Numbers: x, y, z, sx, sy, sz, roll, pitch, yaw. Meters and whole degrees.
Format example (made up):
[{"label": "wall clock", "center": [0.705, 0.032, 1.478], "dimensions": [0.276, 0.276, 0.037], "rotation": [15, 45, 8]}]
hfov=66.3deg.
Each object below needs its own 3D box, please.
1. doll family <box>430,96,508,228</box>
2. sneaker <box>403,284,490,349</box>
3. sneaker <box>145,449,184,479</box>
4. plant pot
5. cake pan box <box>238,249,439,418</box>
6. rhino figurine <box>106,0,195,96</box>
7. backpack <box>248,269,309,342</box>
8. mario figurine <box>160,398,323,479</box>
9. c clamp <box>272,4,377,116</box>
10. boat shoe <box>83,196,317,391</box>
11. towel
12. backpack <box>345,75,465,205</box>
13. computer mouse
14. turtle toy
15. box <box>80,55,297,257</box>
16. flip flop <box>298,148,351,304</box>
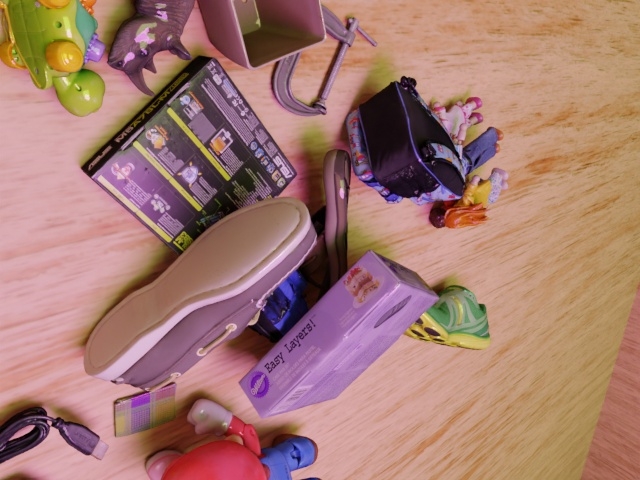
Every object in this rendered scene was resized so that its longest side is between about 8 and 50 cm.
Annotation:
[{"label": "doll family", "center": [0.257, -0.115, 0.856], "dimensions": [0.163, 0.118, 0.263], "rotation": [-36, 129, -25]}, {"label": "sneaker", "center": [0.245, 0.146, 0.990], "dimensions": [0.295, 0.109, 0.124], "rotation": [21, 71, -43]}, {"label": "sneaker", "center": [-0.191, 0.354, 0.698], "dimensions": [0.051, 0.070, 0.134], "rotation": [-40, 130, -17]}, {"label": "plant pot", "center": [-0.073, -0.252, 0.518], "dimensions": [0.109, 0.096, 0.109], "rotation": [-34, 128, -30]}, {"label": "cake pan box", "center": [0.039, 0.144, 0.715], "dimensions": [0.267, 0.070, 0.245], "rotation": [-47, 153, 11]}, {"label": "rhino figurine", "center": [-0.166, -0.258, 0.452], "dimensions": [0.106, 0.073, 0.244], "rotation": [-14, 119, -34]}, {"label": "backpack", "center": [-0.067, 0.077, 0.669], "dimensions": [0.101, 0.097, 0.120], "rotation": [-46, 131, -22]}, {"label": "mario figurine", "center": [-0.119, 0.346, 0.695], "dimensions": [0.170, 0.198, 0.320], "rotation": [-54, 148, -3]}, {"label": "c clamp", "center": [0.007, -0.233, 0.651], "dimensions": [0.137, 0.022, 0.161], "rotation": [28, 88, -45]}, {"label": "boat shoe", "center": [-0.124, 0.066, 0.557], "dimensions": [0.305, 0.109, 0.091], "rotation": [-36, 133, 8]}, {"label": "towel", "center": [-0.230, 0.225, 0.649], "dimensions": [0.083, 0.009, 0.060], "rotation": [-9, 114, -38]}, {"label": "backpack", "center": [0.134, -0.124, 0.717], "dimensions": [0.173, 0.116, 0.158], "rotation": [25, 47, -47]}, {"label": "computer mouse", "center": [-0.320, 0.308, 0.576], "dimensions": [0.184, 0.060, 0.262], "rotation": [-39, 118, -17]}, {"label": "turtle toy", "center": [-0.229, -0.174, 0.430], "dimensions": [0.066, 0.095, 0.130], "rotation": [-36, 133, -51]}, {"label": "box", "center": [-0.138, -0.080, 0.575], "dimensions": [0.184, 0.045, 0.191], "rotation": [-49, 134, -11]}, {"label": "flip flop", "center": [0.000, 0.000, 0.700], "dimensions": [0.080, 0.112, 0.277], "rotation": [2, 128, 2]}]
